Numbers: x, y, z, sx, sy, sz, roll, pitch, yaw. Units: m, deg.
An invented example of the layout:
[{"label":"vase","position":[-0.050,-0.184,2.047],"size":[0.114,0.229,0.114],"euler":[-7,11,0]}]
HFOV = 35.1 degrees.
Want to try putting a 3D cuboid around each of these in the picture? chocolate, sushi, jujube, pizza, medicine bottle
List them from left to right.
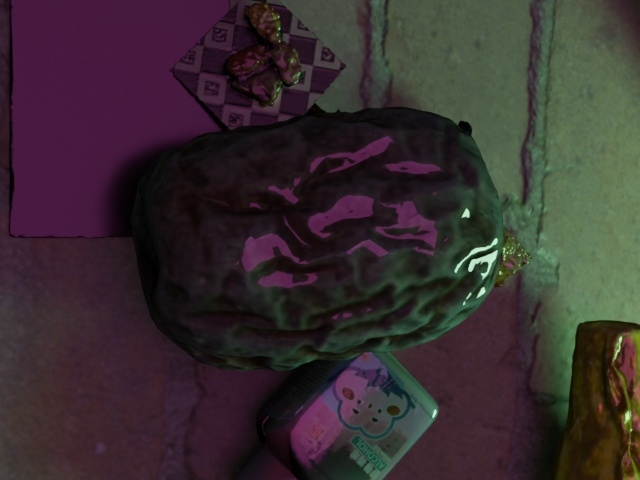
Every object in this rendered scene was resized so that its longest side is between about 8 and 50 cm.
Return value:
[{"label":"sushi","position":[-0.054,-0.160,0.936],"size":[0.120,0.026,0.126],"euler":[43,80,-6]},{"label":"jujube","position":[0.000,0.000,0.864],"size":[0.316,0.226,0.226],"euler":[-9,96,-7]},{"label":"medicine bottle","position":[0.005,0.185,0.956],"size":[0.188,0.094,0.119],"euler":[-47,107,-11]},{"label":"pizza","position":[0.176,0.008,1.042],"size":[0.108,0.026,0.123],"euler":[4,91,-21]},{"label":"chocolate","position":[0.300,0.305,1.032],"size":[0.162,0.162,0.446],"euler":[-2,92,-19]}]

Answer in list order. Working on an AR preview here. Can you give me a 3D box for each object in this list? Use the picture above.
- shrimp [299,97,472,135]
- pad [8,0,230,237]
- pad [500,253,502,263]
[{"label":"shrimp","position":[0.078,-0.088,0.991],"size":[0.148,0.035,0.195],"euler":[-39,99,-8]},{"label":"pad","position":[-0.180,-0.152,0.922],"size":[0.202,0.005,0.300],"euler":[-1,94,-19]},{"label":"pad","position":[0.096,0.001,1.007],"size":[0.157,0.003,0.112],"euler":[45,79,-1]}]
